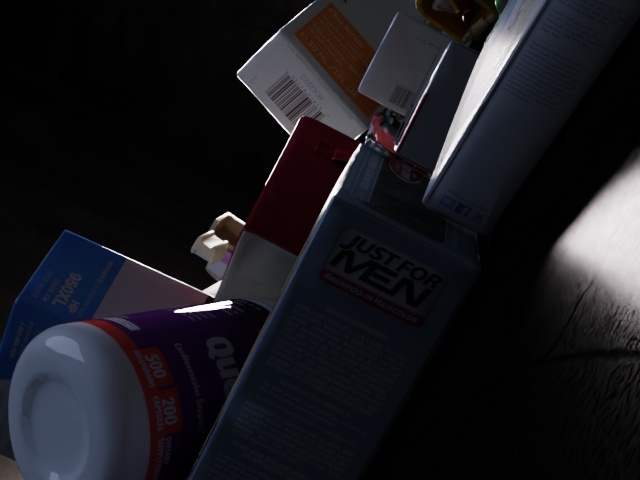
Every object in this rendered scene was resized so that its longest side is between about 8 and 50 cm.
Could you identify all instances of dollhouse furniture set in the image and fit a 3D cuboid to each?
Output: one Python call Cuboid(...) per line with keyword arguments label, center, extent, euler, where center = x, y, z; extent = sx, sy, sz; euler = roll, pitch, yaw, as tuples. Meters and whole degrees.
Cuboid(label="dollhouse furniture set", center=(-0.149, 0.146, 1.706), extent=(0.303, 0.286, 0.198), euler=(-34, -25, -59))

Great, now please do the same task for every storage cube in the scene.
Cuboid(label="storage cube", center=(0.000, 0.000, 1.314), extent=(0.193, 0.184, 0.215), euler=(-65, 2, -35))

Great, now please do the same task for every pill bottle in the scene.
Cuboid(label="pill bottle", center=(-0.128, 0.154, 1.047), extent=(0.323, 0.181, 0.181), euler=(-6, -49, -49))

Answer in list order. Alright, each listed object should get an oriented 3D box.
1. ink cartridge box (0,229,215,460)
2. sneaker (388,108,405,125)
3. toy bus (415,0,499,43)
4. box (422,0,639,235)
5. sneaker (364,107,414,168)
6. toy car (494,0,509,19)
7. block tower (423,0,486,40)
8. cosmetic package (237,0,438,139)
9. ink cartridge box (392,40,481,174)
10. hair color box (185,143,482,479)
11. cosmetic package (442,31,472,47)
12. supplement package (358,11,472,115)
Cuboid(label="ink cartridge box", center=(-0.223, 0.207, 1.410), extent=(0.166, 0.395, 0.285), euler=(-72, 7, -55))
Cuboid(label="sneaker", center=(0.124, -0.166, 2.016), extent=(0.232, 0.090, 0.115), euler=(-63, -3, -16))
Cuboid(label="toy bus", center=(0.193, -0.340, 1.266), extent=(0.191, 0.104, 0.202), euler=(-53, 13, 20))
Cuboid(label="box", center=(0.177, -0.185, 0.699), extent=(0.322, 0.058, 0.232), euler=(-61, 3, 45))
Cuboid(label="sneaker", center=(0.106, -0.136, 1.714), extent=(0.135, 0.098, 0.276), euler=(-61, 3, 11))
Cuboid(label="toy car", center=(0.218, -0.278, 1.016), extent=(0.239, 0.053, 0.225), euler=(-64, 2, -40))
Cuboid(label="block tower", center=(0.280, -0.469, 1.667), extent=(0.335, 0.097, 0.091), euler=(-61, 1, 10))
Cuboid(label="cosmetic package", center=(0.080, -0.367, 1.964), extent=(0.161, 0.230, 0.453), euler=(-34, 12, 49))
Cuboid(label="ink cartridge box", center=(0.135, -0.137, 1.123), extent=(0.127, 0.072, 0.175), euler=(-64, 2, 9))
Cuboid(label="hair color box", center=(-0.013, 0.127, 0.814), extent=(0.374, 0.114, 0.185), euler=(-62, 1, 17))
Cuboid(label="cosmetic package", center=(0.264, -0.415, 1.890), extent=(0.239, 0.060, 0.099), euler=(-65, 0, -50))
Cuboid(label="supplement package", center=(0.152, -0.268, 1.679), extent=(0.134, 0.139, 0.244), euler=(-62, 0, 11))
